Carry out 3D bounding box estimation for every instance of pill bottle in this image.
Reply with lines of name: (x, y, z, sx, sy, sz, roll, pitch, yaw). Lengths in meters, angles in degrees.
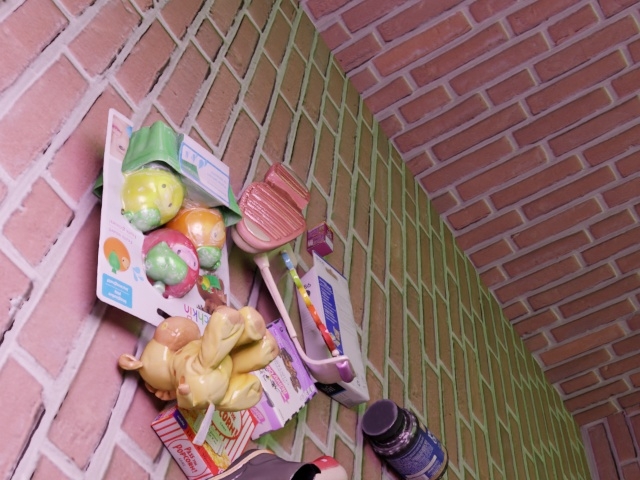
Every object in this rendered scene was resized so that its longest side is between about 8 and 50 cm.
pill bottle: (0.188, 0.455, 1.948, 0.219, 0.123, 0.122, 49, 24, -33)

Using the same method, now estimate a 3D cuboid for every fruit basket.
fruit basket: (-0.238, -0.008, 1.432, 0.327, 0.165, 0.353, 38, 33, -48)

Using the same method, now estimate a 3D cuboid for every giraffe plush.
giraffe plush: (-0.192, 0.181, 1.290, 0.210, 0.171, 0.181, -56, 141, -25)

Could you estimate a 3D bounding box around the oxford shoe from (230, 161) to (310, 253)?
oxford shoe: (-0.118, -0.037, 1.754, 0.140, 0.146, 0.397, 45, 19, -4)

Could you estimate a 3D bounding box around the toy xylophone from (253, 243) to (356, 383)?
toy xylophone: (-0.038, 0.140, 1.716, 0.322, 0.081, 0.236, 62, -4, 22)

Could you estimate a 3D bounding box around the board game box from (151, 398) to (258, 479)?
board game box: (-0.179, 0.291, 1.378, 0.146, 0.045, 0.193, 59, 21, -13)

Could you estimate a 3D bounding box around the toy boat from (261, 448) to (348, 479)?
toy boat: (-0.062, 0.407, 1.432, 0.151, 0.151, 0.231, 40, 10, 25)

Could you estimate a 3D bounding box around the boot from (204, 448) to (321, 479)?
boot: (-0.105, 0.373, 1.240, 0.198, 0.137, 0.076, -43, 115, -38)

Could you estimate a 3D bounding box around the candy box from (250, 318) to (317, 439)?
candy box: (-0.098, 0.250, 1.587, 0.164, 0.070, 0.196, 63, 20, 0)

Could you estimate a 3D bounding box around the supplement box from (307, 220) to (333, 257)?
supplement box: (0.000, 0.000, 2.146, 0.043, 0.055, 0.083, 50, 25, -32)

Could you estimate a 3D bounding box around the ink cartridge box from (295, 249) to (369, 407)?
ink cartridge box: (0.022, 0.197, 1.950, 0.165, 0.065, 0.332, 41, 31, -45)
